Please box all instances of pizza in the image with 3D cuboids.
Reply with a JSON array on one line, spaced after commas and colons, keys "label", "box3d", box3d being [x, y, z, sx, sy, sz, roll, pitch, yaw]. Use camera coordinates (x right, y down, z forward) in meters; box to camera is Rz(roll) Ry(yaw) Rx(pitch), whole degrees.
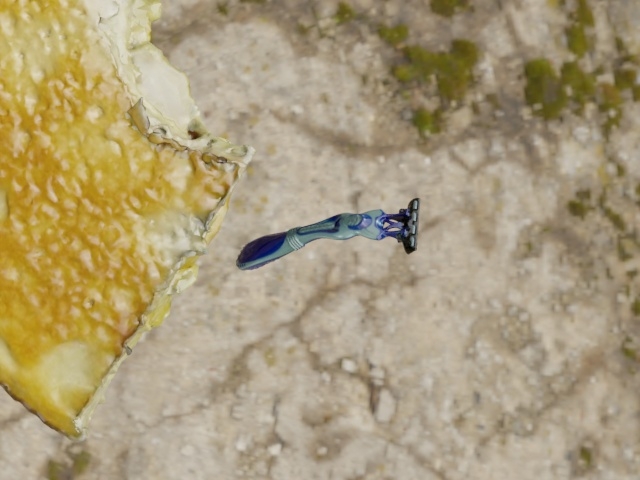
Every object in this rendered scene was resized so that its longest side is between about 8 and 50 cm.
[{"label": "pizza", "box3d": [-0.152, -0.059, 0.688, 0.324, 0.223, 0.089, 62, 17, -4]}]

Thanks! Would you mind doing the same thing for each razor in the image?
[{"label": "razor", "box3d": [-0.002, -0.002, 0.870, 0.028, 0.154, 0.044, 44, 44, -44]}]
